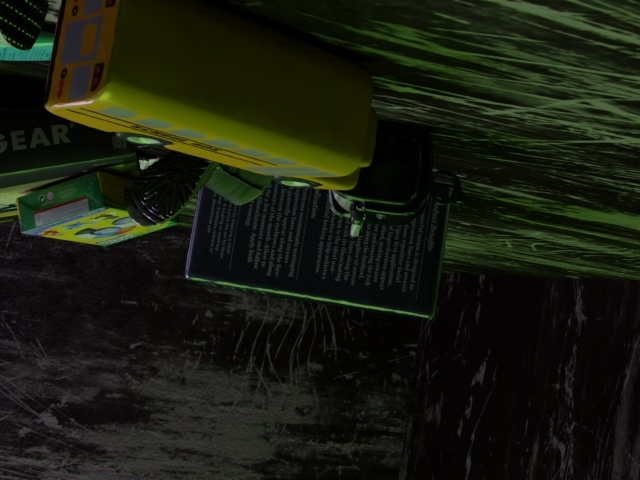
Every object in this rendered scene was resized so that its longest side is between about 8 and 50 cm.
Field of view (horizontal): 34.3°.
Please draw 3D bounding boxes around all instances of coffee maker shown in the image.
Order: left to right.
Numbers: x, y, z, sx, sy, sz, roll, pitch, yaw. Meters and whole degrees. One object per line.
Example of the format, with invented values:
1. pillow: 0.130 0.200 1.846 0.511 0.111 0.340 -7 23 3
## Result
1. coffee maker: 0.092 -0.081 1.258 0.171 0.120 0.178 -15 177 0

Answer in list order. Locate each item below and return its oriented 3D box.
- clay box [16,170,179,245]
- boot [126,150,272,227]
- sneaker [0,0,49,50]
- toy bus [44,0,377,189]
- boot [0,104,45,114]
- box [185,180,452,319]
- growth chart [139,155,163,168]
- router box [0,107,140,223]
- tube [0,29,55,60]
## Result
1. clay box: -0.283 -0.037 1.380 0.127 0.053 0.222 -16 169 19
2. boot: -0.149 -0.079 1.377 0.076 0.189 0.208 48 -177 10
3. sneaker: -0.272 -0.195 0.792 0.075 0.057 0.161 25 -179 14
4. toy bus: -0.069 -0.125 0.894 0.332 0.108 0.130 13 172 -43
5. boot: -0.437 -0.163 1.395 0.123 0.095 0.258 -6 175 11
6. box: 0.000 0.000 1.730 0.395 0.212 0.293 9 175 1
7. growth chart: -0.385 -0.150 1.801 0.237 0.021 0.172 11 176 -25
8. router box: -0.391 -0.091 1.348 0.308 0.081 0.243 -10 170 -8
9. tube: -0.335 -0.191 0.969 0.207 0.052 0.080 5 -178 -21
